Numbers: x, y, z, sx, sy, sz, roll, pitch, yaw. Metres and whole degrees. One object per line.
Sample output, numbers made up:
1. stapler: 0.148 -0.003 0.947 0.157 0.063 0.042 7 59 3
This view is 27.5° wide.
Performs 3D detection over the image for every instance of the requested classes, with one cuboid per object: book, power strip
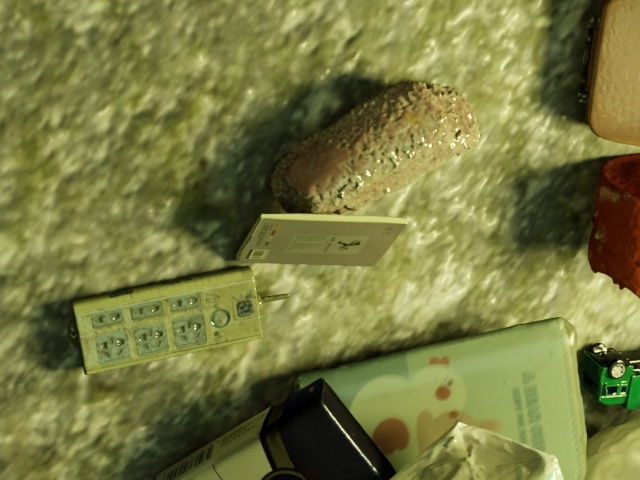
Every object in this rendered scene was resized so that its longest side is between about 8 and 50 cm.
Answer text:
1. book: 0.000 0.000 1.539 0.182 0.127 0.014 1 65 -17
2. power strip: -0.165 0.091 1.554 0.268 0.034 0.092 -11 109 -13

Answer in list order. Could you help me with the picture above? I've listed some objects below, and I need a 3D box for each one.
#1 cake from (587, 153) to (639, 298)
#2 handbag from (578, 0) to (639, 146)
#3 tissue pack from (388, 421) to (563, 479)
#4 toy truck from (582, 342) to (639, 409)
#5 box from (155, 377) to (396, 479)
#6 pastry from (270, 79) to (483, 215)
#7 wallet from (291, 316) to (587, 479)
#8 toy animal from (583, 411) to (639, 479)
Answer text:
1. cake: 0.468 -0.023 1.633 0.283 0.177 0.151 -4 108 -10
2. handbag: 0.391 -0.210 1.581 0.151 0.072 0.193 4 108 8
3. tissue pack: 0.180 0.433 1.538 0.266 0.194 0.356 -37 124 -28
4. toy truck: 0.420 0.177 1.738 0.147 0.065 0.079 0 110 -18
5. box: -0.055 0.296 1.586 0.259 0.071 0.168 -33 108 16
6. pastry: 0.070 -0.109 1.522 0.265 0.112 0.103 -27 78 -12
7. wallet: 0.158 0.240 1.653 0.360 0.083 0.252 -11 112 -1
8. toy animal: 0.433 0.352 1.696 0.308 0.188 0.266 -8 98 14
